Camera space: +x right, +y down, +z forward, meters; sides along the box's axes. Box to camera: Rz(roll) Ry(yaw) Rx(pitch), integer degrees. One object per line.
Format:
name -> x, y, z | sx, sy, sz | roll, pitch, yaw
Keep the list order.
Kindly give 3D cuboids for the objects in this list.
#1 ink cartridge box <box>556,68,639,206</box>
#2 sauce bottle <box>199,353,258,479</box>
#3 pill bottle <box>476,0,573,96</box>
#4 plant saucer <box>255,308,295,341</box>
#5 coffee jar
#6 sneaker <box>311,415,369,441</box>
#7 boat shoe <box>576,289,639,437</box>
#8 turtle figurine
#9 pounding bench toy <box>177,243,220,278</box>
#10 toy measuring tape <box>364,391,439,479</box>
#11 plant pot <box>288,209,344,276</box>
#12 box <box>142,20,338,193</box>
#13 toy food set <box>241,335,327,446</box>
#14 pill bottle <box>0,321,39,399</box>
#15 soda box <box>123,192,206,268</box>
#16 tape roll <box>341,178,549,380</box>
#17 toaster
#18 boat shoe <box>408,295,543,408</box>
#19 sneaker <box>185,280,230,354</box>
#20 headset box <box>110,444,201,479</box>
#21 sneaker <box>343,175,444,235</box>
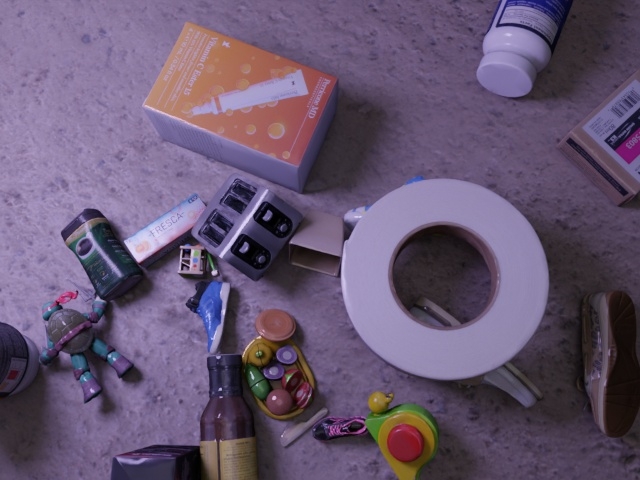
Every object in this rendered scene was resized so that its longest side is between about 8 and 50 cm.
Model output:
ink cartridge box -> 0.670, -0.224, 1.388 | 0.234, 0.088, 0.193 | -42, 79, -10
sauce bottle -> -0.175, 0.393, 1.222 | 0.111, 0.111, 0.344 | -3, 76, -1
pill bottle -> 0.449, -0.461, 1.412 | 0.153, 0.153, 0.265 | 23, 78, 6
plant saucer -> -0.092, 0.171, 1.304 | 0.083, 0.013, 0.083 | 7, 42, -6
coffee jar -> -0.455, 0.027, 1.324 | 0.096, 0.079, 0.184 | -39, 79, 14
sneaker -> 0.041, 0.369, 1.256 | 0.119, 0.057, 0.047 | -10, 78, -1
boat shoe -> 0.574, 0.245, 1.282 | 0.104, 0.089, 0.285 | 12, 78, -24
turtle figurine -> -0.489, 0.195, 1.274 | 0.175, 0.118, 0.234 | -39, 85, -9
pounding bench toy -> -0.250, 0.043, 1.338 | 0.083, 0.052, 0.065 | 3, 76, 0
toy measuring tape -> 0.204, 0.423, 1.215 | 0.121, 0.121, 0.330 | -33, 85, -8
plant pot -> 0.000, 0.000, 1.327 | 0.109, 0.109, 0.096 | 16, 65, 4
box -> -0.159, -0.278, 1.358 | 0.345, 0.168, 0.215 | 21, 77, 5
toy food set -> -0.077, 0.284, 1.269 | 0.128, 0.071, 0.218 | -29, 78, -7
pill bottle -> -0.640, 0.221, 1.178 | 0.162, 0.278, 0.162 | 0, 76, 0
soda box -> -0.317, -0.020, 1.351 | 0.183, 0.058, 0.063 | -35, 79, -9
tape roll -> 0.231, 0.072, 1.220 | 0.392, 0.072, 0.392 | -1, 76, 3
toaster -> -0.152, -0.034, 1.295 | 0.168, 0.110, 0.185 | -54, 41, -4
boat shoe -> 0.289, 0.241, 1.268 | 0.302, 0.113, 0.103 | 37, 85, 16
sneaker -> -0.236, 0.155, 1.306 | 0.084, 0.058, 0.152 | 8, 72, -4
headset box -> -0.285, 0.476, 1.108 | 0.110, 0.293, 0.218 | 1, 77, 0
sneaker -> 0.170, -0.071, 1.362 | 0.240, 0.091, 0.126 | 2, 58, 1
